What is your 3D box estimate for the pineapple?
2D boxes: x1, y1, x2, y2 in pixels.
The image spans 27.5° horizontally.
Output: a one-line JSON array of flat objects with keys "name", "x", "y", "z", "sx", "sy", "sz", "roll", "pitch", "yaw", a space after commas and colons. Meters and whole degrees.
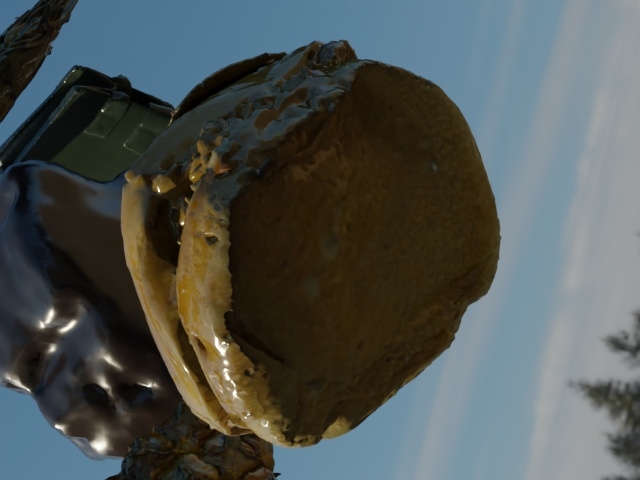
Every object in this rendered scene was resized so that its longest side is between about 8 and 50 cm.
[{"name": "pineapple", "x": -0.131, "y": 0.289, "z": 1.202, "sx": 0.161, "sy": 0.158, "sz": 0.334, "roll": 36, "pitch": -106, "yaw": -43}]

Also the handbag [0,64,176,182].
[{"name": "handbag", "x": -0.272, "y": -0.095, "z": 1.683, "sx": 0.248, "sy": 0.260, "sz": 0.079, "roll": 22, "pitch": -143, "yaw": -35}]

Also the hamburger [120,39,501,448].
[{"name": "hamburger", "x": 0.001, "y": 0.001, "z": 0.682, "sx": 0.214, "sy": 0.108, "sz": 0.213, "roll": -14, "pitch": -71, "yaw": -47}]

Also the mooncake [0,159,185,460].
[{"name": "mooncake", "x": -0.196, "y": 0.077, "z": 1.445, "sx": 0.381, "sy": 0.350, "sz": 0.212, "roll": 15, "pitch": -58, "yaw": -36}]

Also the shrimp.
[{"name": "shrimp", "x": -0.340, "y": -0.211, "z": 1.399, "sx": 0.169, "sy": 0.058, "sz": 0.296, "roll": 101, "pitch": -167, "yaw": -57}]
